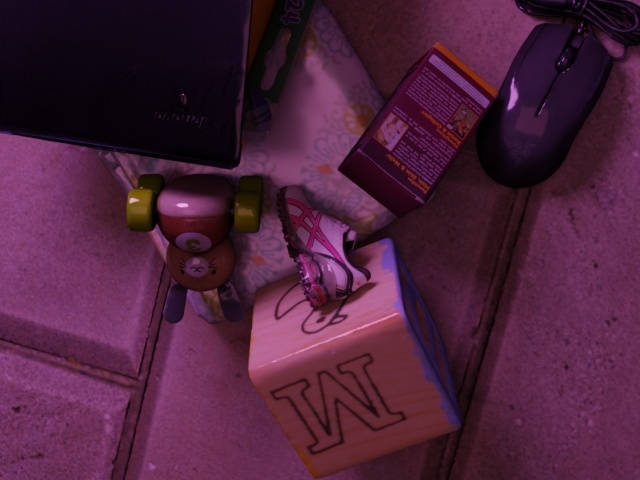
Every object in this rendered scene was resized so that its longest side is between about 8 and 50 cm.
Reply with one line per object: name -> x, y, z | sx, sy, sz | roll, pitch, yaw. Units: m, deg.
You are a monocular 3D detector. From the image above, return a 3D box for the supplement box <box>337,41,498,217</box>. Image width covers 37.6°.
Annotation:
supplement box -> 0.120, -0.135, 1.156 | 0.104, 0.081, 0.188 | 38, 69, -7

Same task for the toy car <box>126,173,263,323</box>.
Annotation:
toy car -> -0.151, 0.019, 1.172 | 0.155, 0.149, 0.188 | 1, 108, -1

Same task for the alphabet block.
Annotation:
alphabet block -> 0.042, 0.145, 1.168 | 0.197, 0.192, 0.193 | -23, 116, 11

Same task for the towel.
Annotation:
towel -> -0.083, -0.102, 1.255 | 0.375, 0.090, 0.320 | -31, 91, 11

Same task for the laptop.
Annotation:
laptop -> -0.185, -0.323, 1.151 | 0.382, 0.408, 0.236 | 11, 136, 27

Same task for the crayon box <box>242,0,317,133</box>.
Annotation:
crayon box -> -0.185, -0.261, 1.184 | 0.323, 0.083, 0.203 | 12, 75, 27

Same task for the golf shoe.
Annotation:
golf shoe -> 0.000, 0.000, 1.146 | 0.086, 0.067, 0.186 | -18, 51, -7

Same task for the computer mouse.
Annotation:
computer mouse -> 0.282, -0.196, 1.183 | 0.189, 0.072, 0.272 | 23, 98, 7
